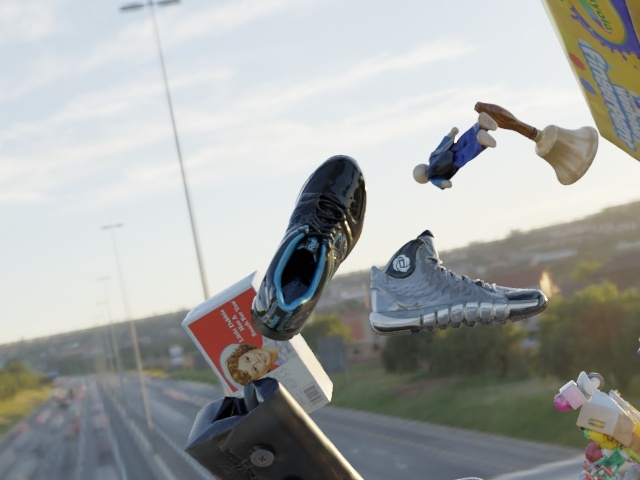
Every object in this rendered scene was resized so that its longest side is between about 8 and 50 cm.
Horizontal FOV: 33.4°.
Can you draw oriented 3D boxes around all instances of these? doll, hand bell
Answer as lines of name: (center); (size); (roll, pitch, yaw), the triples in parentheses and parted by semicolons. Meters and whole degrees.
doll: (0.228, -0.149, 1.842); (0.046, 0.129, 0.189); (26, -38, -24)
hand bell: (0.394, -0.206, 2.028); (0.242, 0.126, 0.126); (22, -16, -19)

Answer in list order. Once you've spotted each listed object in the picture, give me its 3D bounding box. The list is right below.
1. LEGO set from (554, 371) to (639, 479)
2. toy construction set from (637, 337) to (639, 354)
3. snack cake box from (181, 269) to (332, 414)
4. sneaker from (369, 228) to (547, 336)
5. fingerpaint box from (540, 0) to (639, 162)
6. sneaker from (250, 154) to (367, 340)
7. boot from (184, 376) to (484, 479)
LEGO set: (0.283, 0.217, 1.062); (0.107, 0.132, 0.287); (-48, -10, 7)
toy construction set: (0.647, 0.218, 1.690); (0.151, 0.215, 0.327); (-53, 0, -4)
snack cake box: (-0.111, 0.208, 1.930); (0.152, 0.264, 0.089); (-30, 11, 11)
sneaker: (0.171, 0.046, 1.368); (0.229, 0.132, 0.086); (-6, -13, 1)
fingerpaint box: (0.440, -0.321, 1.189); (0.371, 0.163, 0.445); (-47, -37, 0)
sneaker: (0.000, 0.000, 1.723); (0.125, 0.341, 0.139); (23, -22, -3)
boot: (0.042, 0.393, 1.827); (0.367, 0.445, 0.146); (-35, 15, 16)
